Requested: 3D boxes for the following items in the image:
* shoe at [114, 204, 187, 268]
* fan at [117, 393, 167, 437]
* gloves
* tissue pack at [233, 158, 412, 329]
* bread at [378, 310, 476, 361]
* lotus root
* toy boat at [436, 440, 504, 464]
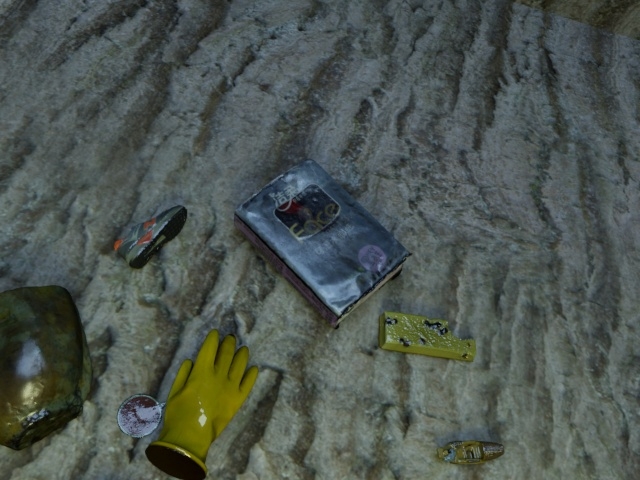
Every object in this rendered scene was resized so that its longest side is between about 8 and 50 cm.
[{"bbox_3d":[-0.386,-0.023,1.342,0.077,0.074,0.194,30,57,13],"label":"shoe"},{"bbox_3d":[-0.331,0.333,1.156,0.133,0.005,0.085,-20,63,-24],"label":"fan"},{"bbox_3d":[-0.218,0.307,1.158,0.133,0.116,0.294,44,43,-21],"label":"gloves"},{"bbox_3d":[0.000,0.000,1.391,0.259,0.122,0.361,-36,73,-27],"label":"tissue pack"},{"bbox_3d":[0.247,0.219,1.348,0.226,0.049,0.088,9,55,-9],"label":"bread"},{"bbox_3d":[-0.566,0.238,1.078,0.266,0.149,0.260,-18,62,-20],"label":"lotus root"},{"bbox_3d":[0.309,0.437,1.218,0.149,0.049,0.047,2,57,-12],"label":"toy boat"}]
